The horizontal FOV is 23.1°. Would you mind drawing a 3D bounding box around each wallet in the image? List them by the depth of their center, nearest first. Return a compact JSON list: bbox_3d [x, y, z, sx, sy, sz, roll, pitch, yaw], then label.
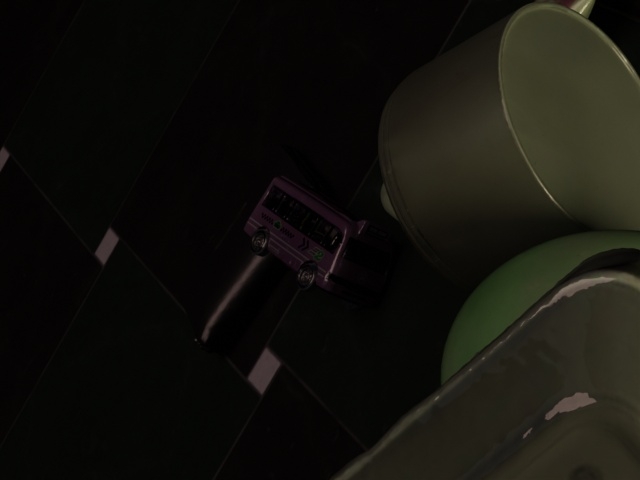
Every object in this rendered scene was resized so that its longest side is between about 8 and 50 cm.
[{"bbox_3d":[-0.087,0.008,1.854,0.250,0.044,0.149,-54,31,14],"label":"wallet"}]

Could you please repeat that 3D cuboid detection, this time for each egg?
[{"bbox_3d":[0.220,0.102,1.203,0.269,0.220,0.220,-10,59,39],"label":"egg"}]

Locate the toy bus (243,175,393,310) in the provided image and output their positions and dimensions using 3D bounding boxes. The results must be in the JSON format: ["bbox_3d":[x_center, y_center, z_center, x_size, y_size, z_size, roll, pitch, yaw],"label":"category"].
[{"bbox_3d":[0.000,0.000,1.684,0.178,0.086,0.098,36,99,50],"label":"toy bus"}]

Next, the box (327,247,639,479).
[{"bbox_3d":[0.188,0.256,1.026,0.396,0.396,0.111,-46,-6,25],"label":"box"}]

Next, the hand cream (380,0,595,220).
[{"bbox_3d":[0.177,-0.136,1.554,0.306,0.093,0.147,-54,11,5],"label":"hand cream"}]

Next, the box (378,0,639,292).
[{"bbox_3d":[0.180,-0.076,1.374,0.149,0.226,0.226,-27,47,42],"label":"box"}]
